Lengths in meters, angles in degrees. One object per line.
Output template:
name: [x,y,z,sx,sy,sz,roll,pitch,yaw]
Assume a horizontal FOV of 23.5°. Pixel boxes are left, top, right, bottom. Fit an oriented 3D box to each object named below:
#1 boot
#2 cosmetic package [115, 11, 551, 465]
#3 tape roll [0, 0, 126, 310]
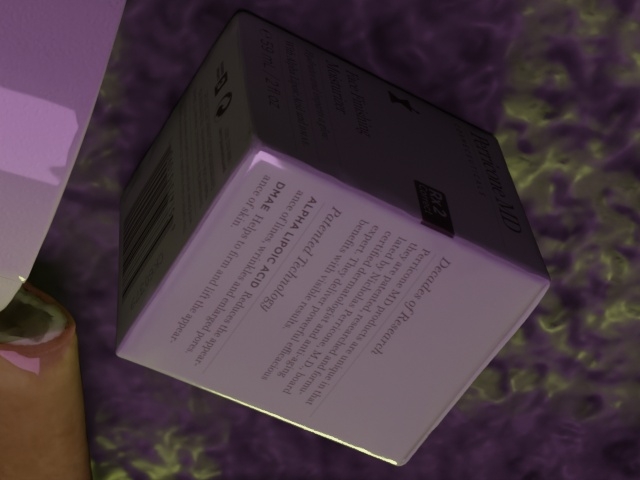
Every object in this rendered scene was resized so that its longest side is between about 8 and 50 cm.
boot: [-0.153,0.156,0.958,0.236,0.089,0.269,8,127,14]
cosmetic package: [0.000,0.000,0.857,0.183,0.151,0.151,23,119,-22]
tape roll: [-0.195,-0.104,0.705,0.169,0.246,0.246,18,122,-17]
